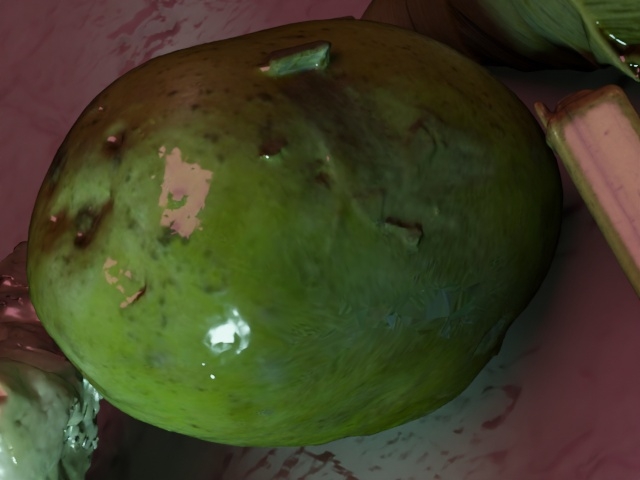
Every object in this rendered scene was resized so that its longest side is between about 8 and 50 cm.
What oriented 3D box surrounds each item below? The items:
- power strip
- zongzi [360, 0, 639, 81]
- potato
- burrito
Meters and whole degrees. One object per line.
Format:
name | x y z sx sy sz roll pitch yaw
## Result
power strip | 0.171 0.061 0.505 0.044 0.064 0.305 -30 70 13
zongzi | 0.168 -0.184 0.620 0.274 0.145 0.300 -37 14 -18
potato | 0.000 -0.002 0.556 0.148 0.228 0.197 13 84 51
burrito | -0.179 0.178 0.603 0.107 0.175 0.348 20 102 3
